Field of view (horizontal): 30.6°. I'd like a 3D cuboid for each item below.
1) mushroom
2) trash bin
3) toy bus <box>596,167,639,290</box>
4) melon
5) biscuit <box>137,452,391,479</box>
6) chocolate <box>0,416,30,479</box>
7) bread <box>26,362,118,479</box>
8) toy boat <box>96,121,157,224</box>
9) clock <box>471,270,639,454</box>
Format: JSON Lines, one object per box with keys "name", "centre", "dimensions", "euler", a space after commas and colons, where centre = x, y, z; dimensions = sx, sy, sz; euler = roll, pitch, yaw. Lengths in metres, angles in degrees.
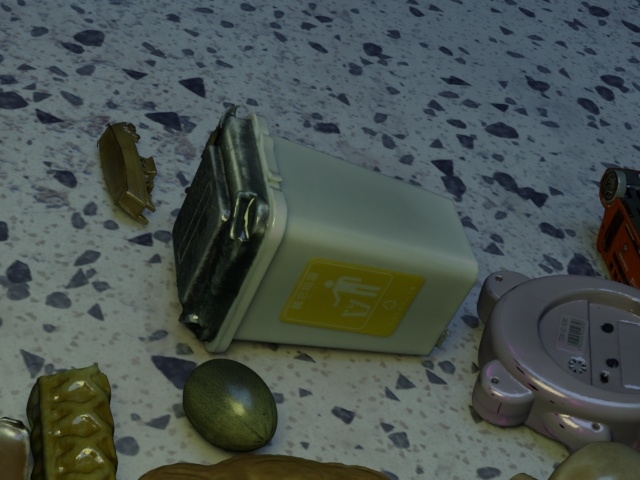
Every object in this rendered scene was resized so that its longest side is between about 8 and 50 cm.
{"name": "mushroom", "centre": [0.297, 0.327, 1.351], "dimensions": [0.207, 0.207, 0.215], "euler": [-16, 18, -40]}
{"name": "trash bin", "centre": [0.000, 0.000, 1.575], "dimensions": [0.367, 0.256, 0.296], "euler": [12, 34, -22]}
{"name": "toy bus", "centre": [0.538, 0.022, 1.874], "dimensions": [0.143, 0.153, 0.329], "euler": [8, 39, -14]}
{"name": "melon", "centre": [-0.106, 0.195, 1.376], "dimensions": [0.098, 0.098, 0.130], "euler": [-14, 41, -39]}
{"name": "biscuit", "centre": [-0.021, 0.302, 1.239], "dimensions": [0.376, 0.051, 0.269], "euler": [8, 18, -4]}
{"name": "chocolate", "centre": [-0.368, 0.284, 1.146], "dimensions": [0.161, 0.083, 0.261], "euler": [20, 33, -26]}
{"name": "bread", "centre": [-0.259, 0.251, 1.229], "dimensions": [0.098, 0.087, 0.269], "euler": [-16, 42, -2]}
{"name": "toy boat", "centre": [-0.277, -0.101, 1.717], "dimensions": [0.072, 0.064, 0.206], "euler": [18, 33, -35]}
{"name": "clock", "centre": [0.373, 0.169, 1.609], "dimensions": [0.322, 0.113, 0.295], "euler": [11, 45, 0]}
